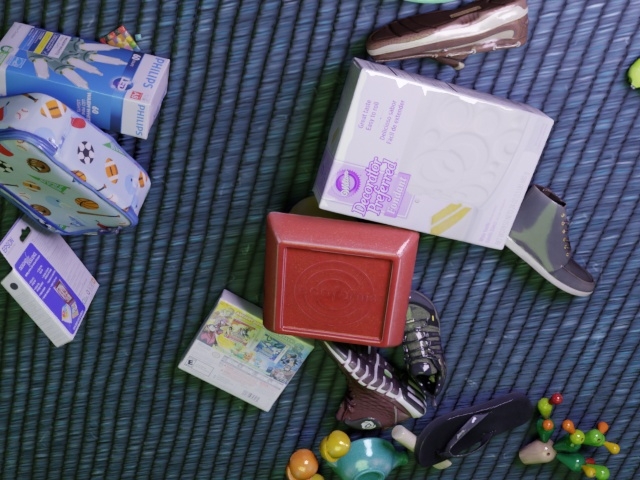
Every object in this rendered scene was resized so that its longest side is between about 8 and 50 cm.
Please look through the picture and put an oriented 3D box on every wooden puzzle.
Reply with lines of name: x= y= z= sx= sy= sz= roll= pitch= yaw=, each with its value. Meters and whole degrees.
wooden puzzle: x=-0.334 y=-0.324 z=1.474 sx=0.083 sy=0.006 sz=0.049 roll=-27 pitch=112 yaw=16

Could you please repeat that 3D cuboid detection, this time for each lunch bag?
lunch bag: x=-0.442 y=-0.112 z=1.454 sx=0.243 sy=0.114 sz=0.303 roll=-4 pitch=147 yaw=28

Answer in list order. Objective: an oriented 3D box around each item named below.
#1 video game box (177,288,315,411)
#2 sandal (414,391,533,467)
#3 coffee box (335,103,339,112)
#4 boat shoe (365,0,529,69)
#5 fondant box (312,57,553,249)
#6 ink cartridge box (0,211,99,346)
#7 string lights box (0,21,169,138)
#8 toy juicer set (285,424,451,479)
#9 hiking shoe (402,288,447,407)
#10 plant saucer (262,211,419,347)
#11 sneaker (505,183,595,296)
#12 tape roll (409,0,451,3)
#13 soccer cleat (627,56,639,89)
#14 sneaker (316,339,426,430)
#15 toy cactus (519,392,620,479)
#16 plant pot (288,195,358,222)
video game box: x=-0.144 y=0.215 z=1.719 sx=0.205 sy=0.048 sz=0.187 roll=29 pitch=117 yaw=-12
sandal: x=0.299 y=0.368 z=1.723 sx=0.255 sy=0.054 sz=0.097 roll=-25 pitch=120 yaw=-5
coffee box: x=0.102 y=-0.157 z=1.514 sx=0.113 sy=0.040 sz=0.184 roll=-15 pitch=115 yaw=9
boat shoe: x=0.204 y=-0.310 z=1.403 sx=0.258 sy=0.095 sz=0.095 roll=-12 pitch=122 yaw=9
fondant box: x=0.178 y=-0.137 z=1.451 sx=0.331 sy=0.096 sz=0.238 roll=13 pitch=111 yaw=-12
ink cartridge box: x=-0.488 y=0.055 z=1.569 sx=0.045 sy=0.206 sz=0.208 roll=-27 pitch=112 yaw=12
string lights box: x=-0.388 y=-0.259 z=1.434 sx=0.260 sy=0.133 sz=0.076 roll=13 pitch=134 yaw=-4
toy juicer set: x=0.080 y=0.425 z=1.777 sx=0.329 sy=0.089 sz=0.209 roll=-19 pitch=133 yaw=4
hiking shoe: x=0.191 y=0.197 z=1.651 sx=0.086 sy=0.114 sz=0.226 roll=-18 pitch=115 yaw=12
plant saucer: x=0.027 y=0.083 z=1.533 sx=0.259 sy=0.047 sz=0.259 roll=7 pitch=124 yaw=3
sneaker: x=0.421 y=0.003 z=1.555 sx=0.222 sy=0.083 sz=0.118 roll=34 pitch=114 yaw=-12
tape roll: x=0.168 y=-0.517 z=1.306 sx=0.322 sy=0.077 sz=0.321 roll=1 pitch=117 yaw=2
soccer cleat: x=0.582 y=-0.243 z=1.433 sx=0.179 sy=0.060 sz=0.072 roll=30 pitch=114 yaw=-8
sneaker: x=0.058 y=0.282 z=1.713 sx=0.281 sy=0.106 sz=0.162 roll=42 pitch=119 yaw=-14
toy cactus: x=0.476 y=0.396 z=1.761 sx=0.219 sy=0.112 sz=0.181 roll=43 pitch=131 yaw=-20
plant pot: x=0.000 y=0.000 z=1.572 sx=0.134 sy=0.095 sz=0.134 roll=2 pitch=118 yaw=3
